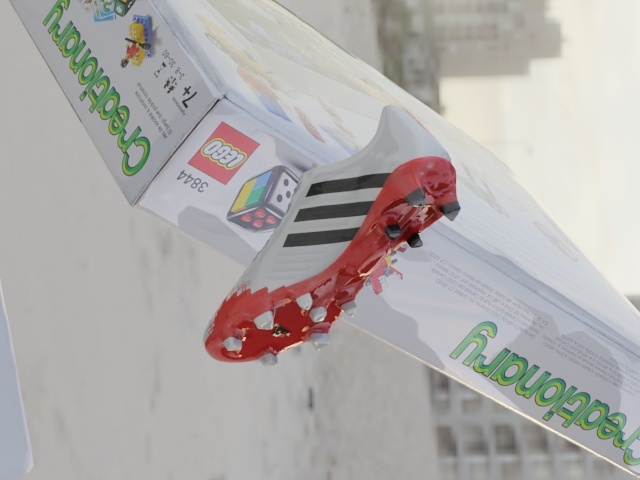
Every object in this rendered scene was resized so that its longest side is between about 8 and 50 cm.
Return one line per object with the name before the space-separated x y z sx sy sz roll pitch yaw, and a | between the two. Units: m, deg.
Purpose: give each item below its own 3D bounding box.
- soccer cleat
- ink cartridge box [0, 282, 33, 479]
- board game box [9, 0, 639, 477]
soccer cleat | 0.000 0.000 0.435 0.029 0.083 0.035 24 32 -45
ink cartridge box | -0.223 -0.053 0.509 0.121 0.211 0.289 -22 106 -56
board game box | 0.015 -0.026 0.689 0.305 0.053 0.193 30 17 -41
